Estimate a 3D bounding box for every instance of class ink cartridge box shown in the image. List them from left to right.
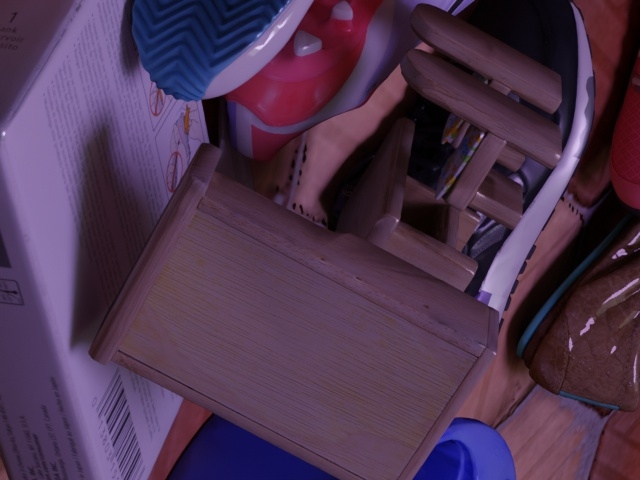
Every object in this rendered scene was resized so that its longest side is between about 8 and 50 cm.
[{"bbox_3d":[-0.109,-0.027,0.972,0.239,0.060,0.275,-68,158,-44],"label":"ink cartridge box"}]

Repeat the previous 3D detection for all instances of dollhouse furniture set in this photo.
[{"bbox_3d":[0.000,0.000,0.973,0.212,0.161,0.242,-59,-173,24],"label":"dollhouse furniture set"}]

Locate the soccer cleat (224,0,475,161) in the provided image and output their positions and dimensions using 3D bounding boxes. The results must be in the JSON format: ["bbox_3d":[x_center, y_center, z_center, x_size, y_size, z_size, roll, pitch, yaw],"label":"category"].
[{"bbox_3d":[0.035,-0.132,1.085,0.248,0.083,0.095,-37,156,-38],"label":"soccer cleat"}]

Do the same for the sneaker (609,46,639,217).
[{"bbox_3d":[0.273,-0.171,1.384,0.136,0.116,0.314,29,84,-44],"label":"sneaker"}]

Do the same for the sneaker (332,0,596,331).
[{"bbox_3d":[0.077,-0.037,1.184,0.124,0.107,0.283,11,99,-45],"label":"sneaker"}]

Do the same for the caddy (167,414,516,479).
[{"bbox_3d":[-0.003,0.252,1.200,0.341,0.179,0.241,-59,146,-7],"label":"caddy"}]

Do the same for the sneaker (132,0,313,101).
[{"bbox_3d":[-0.017,-0.154,0.952,0.229,0.087,0.092,-63,158,-26],"label":"sneaker"}]

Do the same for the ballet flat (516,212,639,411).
[{"bbox_3d":[0.287,-0.009,1.464,0.342,0.124,0.116,-54,167,-17],"label":"ballet flat"}]
